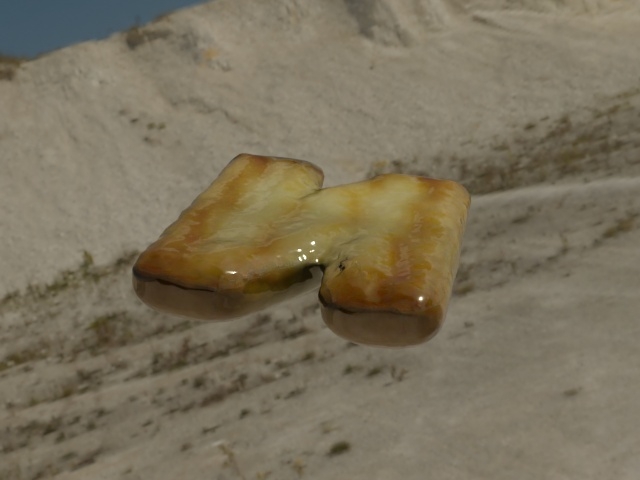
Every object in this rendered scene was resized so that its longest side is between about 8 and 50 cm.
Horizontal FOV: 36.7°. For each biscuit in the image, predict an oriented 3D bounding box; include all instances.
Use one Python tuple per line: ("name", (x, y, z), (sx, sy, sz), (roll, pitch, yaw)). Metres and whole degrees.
("biscuit", (0.000, 0.000, 0.794), (0.237, 0.062, 0.290), (7, 22, 8))
